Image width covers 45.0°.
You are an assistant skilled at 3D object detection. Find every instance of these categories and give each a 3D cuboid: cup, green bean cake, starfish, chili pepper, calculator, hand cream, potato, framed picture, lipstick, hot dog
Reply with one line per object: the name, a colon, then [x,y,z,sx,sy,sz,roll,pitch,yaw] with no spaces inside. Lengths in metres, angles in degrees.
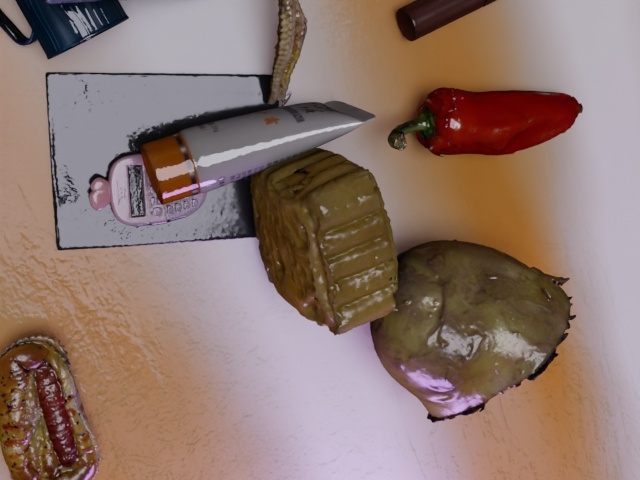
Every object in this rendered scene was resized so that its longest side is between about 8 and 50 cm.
cup: [-0.338,-0.305,0.958,0.150,0.113,0.138,-32,110,-13]
green bean cake: [0.000,0.000,1.089,0.131,0.224,0.230,-22,115,-23]
starfish: [0.026,-0.417,0.988,0.132,0.384,0.398,29,75,-8]
chili pepper: [0.264,-0.188,1.216,0.387,0.110,0.110,-6,105,-24]
calculator: [-0.240,-0.072,1.086,0.165,0.024,0.103,-6,105,-21]
hand cream: [-0.083,-0.134,1.065,0.314,0.139,0.089,-20,116,-20]
potato: [0.204,0.103,1.197,0.237,0.289,0.301,47,121,-7]
framed picture: [-0.215,-0.114,1.104,0.323,0.013,0.244,-4,104,-20]
lipstick: [0.279,-0.405,1.192,0.356,0.057,0.057,-28,111,-12]
hot dog: [-0.391,0.250,1.095,0.131,0.069,0.253,-11,105,-17]

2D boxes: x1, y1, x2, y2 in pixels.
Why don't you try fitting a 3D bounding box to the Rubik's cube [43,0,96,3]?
Rubik's cube: [-0.216,-0.406,0.917,0.233,0.228,0.229,-2,112,-12]
